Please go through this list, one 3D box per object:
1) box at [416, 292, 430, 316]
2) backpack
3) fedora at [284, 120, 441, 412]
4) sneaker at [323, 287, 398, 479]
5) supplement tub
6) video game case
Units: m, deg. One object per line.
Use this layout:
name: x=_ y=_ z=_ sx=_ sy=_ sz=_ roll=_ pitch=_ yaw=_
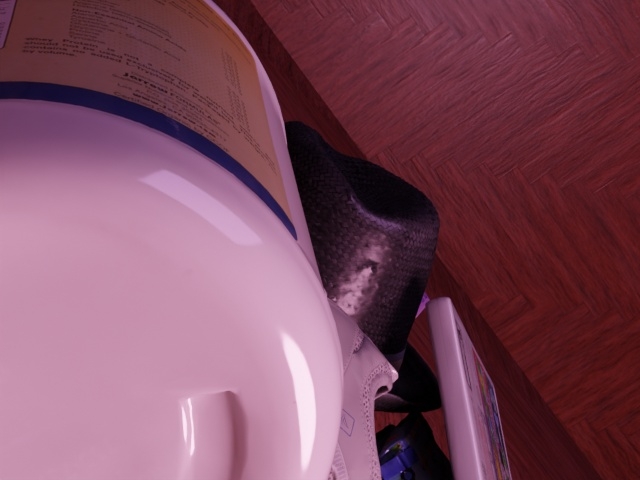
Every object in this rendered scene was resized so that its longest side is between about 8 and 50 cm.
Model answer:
box: x=-0.006 y=0.009 z=1.360 sx=0.243 sy=0.117 sz=0.213 roll=57 pitch=10 yaw=3
backpack: x=0.067 y=0.237 z=0.987 sx=0.173 sy=0.117 sz=0.158 roll=59 pitch=11 yaw=6
fedora: x=0.000 y=0.000 z=1.054 sx=0.334 sy=0.152 sz=0.334 roll=30 pitch=10 yaw=-6
sneaker: x=-0.016 y=0.136 z=0.620 sx=0.115 sy=0.105 sz=0.281 roll=32 pitch=49 yaw=-18
supplement tub: x=-0.119 y=-0.001 z=0.560 sx=0.228 sy=0.228 sz=0.316 roll=50 pitch=11 yaw=-26
video game case: x=0.122 y=0.169 z=0.980 sx=0.183 sy=0.023 sz=0.201 roll=57 pitch=22 yaw=-57
